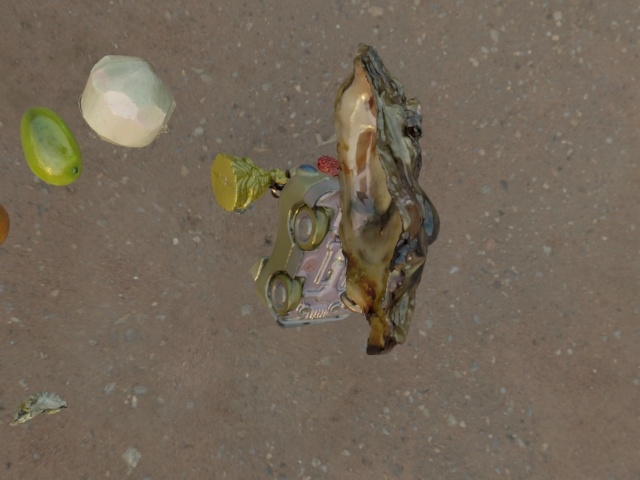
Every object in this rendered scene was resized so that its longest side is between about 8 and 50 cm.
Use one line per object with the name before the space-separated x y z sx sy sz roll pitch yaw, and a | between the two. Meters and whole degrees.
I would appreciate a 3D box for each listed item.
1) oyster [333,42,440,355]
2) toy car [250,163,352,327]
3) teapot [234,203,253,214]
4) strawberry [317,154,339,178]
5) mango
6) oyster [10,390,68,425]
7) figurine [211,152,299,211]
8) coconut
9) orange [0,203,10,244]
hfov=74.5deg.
oyster | 0.068 -0.057 0.484 0.096 0.221 0.361 4 59 -13
toy car | 0.000 0.000 0.900 0.242 0.226 0.336 1 122 -35
teapot | -0.296 -0.137 1.625 0.063 0.049 0.083 14 44 2
strawberry | 0.030 -0.256 1.609 0.121 0.082 0.188 -30 62 10
mango | -0.871 -0.309 1.356 0.149 0.185 0.273 -21 91 -44
oyster | -0.804 0.480 1.220 0.121 0.146 0.045 7 95 -21
figurine | -0.146 -0.181 1.272 0.315 0.187 0.168 -8 92 -34
coconut | -0.485 -0.361 1.079 0.224 0.234 0.224 39 36 -36
orange | -1.180 -0.053 1.395 0.246 0.246 0.246 2 82 -14
